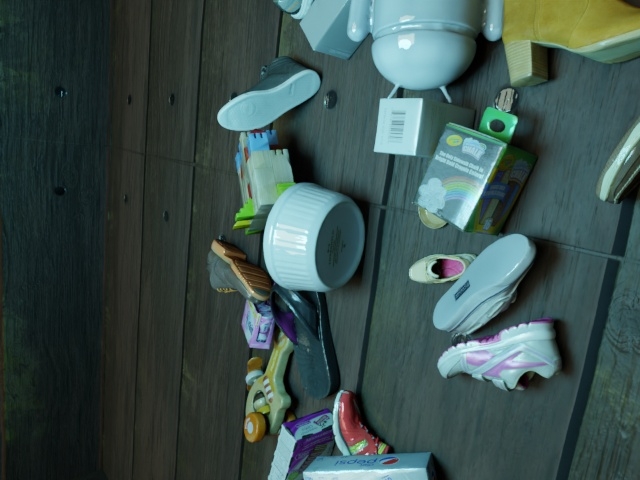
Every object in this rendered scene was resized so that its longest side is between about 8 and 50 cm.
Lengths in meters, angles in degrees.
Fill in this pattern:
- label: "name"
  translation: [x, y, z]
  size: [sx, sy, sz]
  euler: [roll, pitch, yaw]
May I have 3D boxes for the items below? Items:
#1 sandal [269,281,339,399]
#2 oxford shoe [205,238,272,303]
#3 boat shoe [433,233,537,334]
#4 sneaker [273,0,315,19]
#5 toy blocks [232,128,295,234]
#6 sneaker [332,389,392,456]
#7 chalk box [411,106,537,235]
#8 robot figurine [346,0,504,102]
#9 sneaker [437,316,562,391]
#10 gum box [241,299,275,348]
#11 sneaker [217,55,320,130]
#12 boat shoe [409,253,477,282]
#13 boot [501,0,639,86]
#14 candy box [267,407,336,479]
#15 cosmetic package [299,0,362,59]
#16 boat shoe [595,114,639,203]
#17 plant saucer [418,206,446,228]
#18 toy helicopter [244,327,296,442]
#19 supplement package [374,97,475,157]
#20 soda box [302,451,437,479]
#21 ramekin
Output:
- label: "sandal"
  translation: [-0.061, 0.219, 1.319]
  size: [0.168, 0.107, 0.445]
  euler: [-32, 68, 45]
- label: "oxford shoe"
  translation: [-0.270, 0.125, 1.520]
  size: [0.364, 0.130, 0.132]
  euler: [38, 102, 52]
- label: "boat shoe"
  translation: [0.321, 0.096, 0.890]
  size: [0.096, 0.088, 0.267]
  euler: [-87, 22, -51]
- label: "sneaker"
  translation: [-0.052, -0.738, 1.248]
  size: [0.100, 0.108, 0.271]
  euler: [36, 117, 44]
- label: "toy blocks"
  translation: [-0.165, -0.188, 1.333]
  size: [0.381, 0.191, 0.260]
  euler: [142, 119, -70]
- label: "sneaker"
  translation: [0.115, 0.503, 1.168]
  size: [0.119, 0.107, 0.278]
  euler: [-22, 79, 28]
- label: "chalk box"
  translation: [0.293, -0.132, 0.873]
  size: [0.132, 0.132, 0.212]
  euler: [38, 113, 41]
- label: "robot figurine"
  translation: [0.202, -0.447, 0.906]
  size: [0.300, 0.200, 0.352]
  euler: [4, 97, 14]
- label: "sneaker"
  translation: [0.329, 0.231, 0.882]
  size: [0.252, 0.103, 0.111]
  euler: [-35, 65, 45]
- label: "gum box"
  translation: [-0.189, 0.245, 1.442]
  size: [0.188, 0.062, 0.107]
  euler: [-142, 64, -68]
- label: "sneaker"
  translation: [-0.158, -0.408, 1.308]
  size: [0.146, 0.296, 0.104]
  euler: [57, 172, 43]
- label: "boat shoe"
  translation: [0.248, 0.058, 0.995]
  size: [0.170, 0.059, 0.062]
  euler: [-18, 79, 48]
- label: "boot"
  translation: [0.421, -0.382, 0.739]
  size: [0.295, 0.104, 0.211]
  euler: [-3, 89, 50]
- label: "candy box"
  translation: [-0.048, 0.591, 1.291]
  size: [0.071, 0.159, 0.233]
  euler: [34, 118, 43]
- label: "cosmetic package"
  translation: [0.072, -0.554, 1.105]
  size: [0.238, 0.127, 0.107]
  euler: [-47, 59, 41]
- label: "boat shoe"
  translation: [0.504, -0.154, 0.669]
  size: [0.095, 0.095, 0.257]
  euler: [41, 122, 32]
- label: "plant saucer"
  translation: [0.250, -0.068, 1.018]
  size: [0.084, 0.015, 0.083]
  euler: [3, 95, 48]
- label: "toy helicopter"
  translation: [-0.153, 0.421, 1.453]
  size: [0.235, 0.140, 0.354]
  euler: [27, 102, 54]
- label: "supplement package"
  translation: [0.207, -0.216, 0.932]
  size: [0.105, 0.180, 0.105]
  euler: [17, 105, 47]
- label: "soda box"
  translation: [0.111, 0.543, 1.062]
  size: [0.287, 0.098, 0.091]
  euler: [-11, 83, 19]
- label: "ramekin"
  translation: [0.000, 0.000, 1.132]
  size: [0.127, 0.273, 0.272]
  euler: [12, 102, 34]
